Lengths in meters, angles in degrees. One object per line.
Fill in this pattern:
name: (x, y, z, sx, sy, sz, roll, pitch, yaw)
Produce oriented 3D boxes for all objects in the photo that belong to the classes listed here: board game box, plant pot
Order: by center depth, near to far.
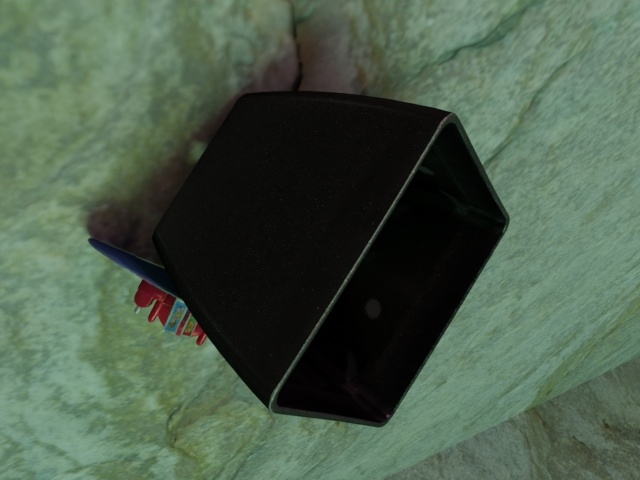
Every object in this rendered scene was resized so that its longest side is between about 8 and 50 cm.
plant pot: (0.000, 0.000, 0.451, 0.188, 0.167, 0.187, -57, 149, -1)
board game box: (-0.114, 0.051, 0.503, 0.033, 0.133, 0.169, -61, 149, -5)
